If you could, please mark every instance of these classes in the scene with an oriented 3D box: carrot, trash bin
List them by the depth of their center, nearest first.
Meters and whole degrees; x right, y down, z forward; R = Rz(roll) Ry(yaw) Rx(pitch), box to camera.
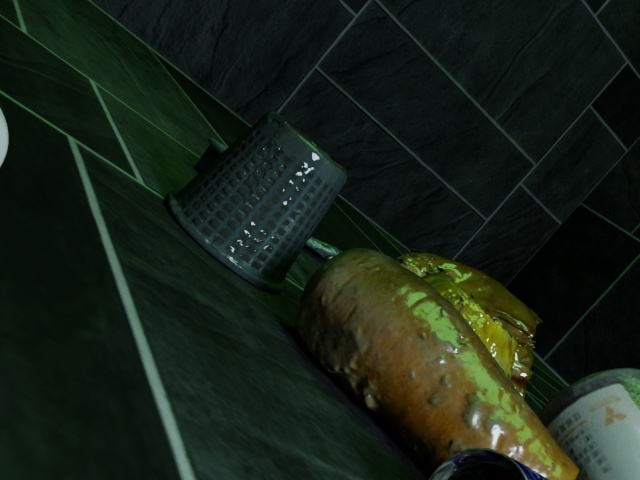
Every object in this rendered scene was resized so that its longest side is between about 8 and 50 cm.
[{"bbox_3d":[0.105,0.130,0.754,0.302,0.138,0.139,43,7,20],"label":"carrot"},{"bbox_3d":[-0.061,-0.055,0.908,0.175,0.161,0.175,40,5,-4],"label":"trash bin"}]

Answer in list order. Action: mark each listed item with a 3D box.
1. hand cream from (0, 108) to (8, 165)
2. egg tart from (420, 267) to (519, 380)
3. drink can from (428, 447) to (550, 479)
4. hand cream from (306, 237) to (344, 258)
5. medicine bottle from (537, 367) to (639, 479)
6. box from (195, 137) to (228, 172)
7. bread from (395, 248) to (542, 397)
[{"bbox_3d":[-0.277,-0.108,0.530,0.121,0.076,0.336,41,-2,-41],"label":"hand cream"},{"bbox_3d":[0.160,0.107,0.928,0.212,0.090,0.212,43,6,-6],"label":"egg tart"},{"bbox_3d":[0.179,0.239,0.603,0.235,0.097,0.097,34,9,-35],"label":"drink can"},{"bbox_3d":[0.000,-0.001,1.339,0.248,0.052,0.075,37,7,-27],"label":"hand cream"},{"bbox_3d":[0.330,0.271,0.770,0.165,0.165,0.273,36,21,-34],"label":"medicine bottle"},{"bbox_3d":[-0.144,-0.104,1.206,0.074,0.054,0.099,33,10,-39],"label":"box"},{"bbox_3d":[0.267,0.138,1.423,0.324,0.167,0.277,43,7,12],"label":"bread"}]
